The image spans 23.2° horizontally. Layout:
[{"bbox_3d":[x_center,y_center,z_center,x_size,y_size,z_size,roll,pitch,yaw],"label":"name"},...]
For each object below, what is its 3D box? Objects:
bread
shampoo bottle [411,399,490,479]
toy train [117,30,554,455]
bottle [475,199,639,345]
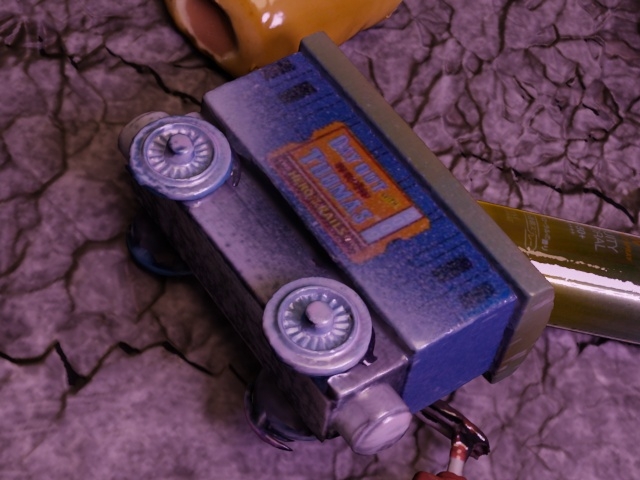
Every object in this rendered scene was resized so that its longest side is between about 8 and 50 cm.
[{"bbox_3d":[-0.027,-0.203,1.198,0.173,0.085,0.134,-35,78,-30],"label":"bread"},{"bbox_3d":[0.057,0.232,1.011,0.153,0.071,0.284,20,56,1],"label":"shampoo bottle"},{"bbox_3d":[0.000,0.000,1.053,0.202,0.131,0.299,-26,62,-24],"label":"toy train"},{"bbox_3d":[0.233,0.036,1.163,0.286,0.082,0.082,12,61,-13],"label":"bottle"}]
